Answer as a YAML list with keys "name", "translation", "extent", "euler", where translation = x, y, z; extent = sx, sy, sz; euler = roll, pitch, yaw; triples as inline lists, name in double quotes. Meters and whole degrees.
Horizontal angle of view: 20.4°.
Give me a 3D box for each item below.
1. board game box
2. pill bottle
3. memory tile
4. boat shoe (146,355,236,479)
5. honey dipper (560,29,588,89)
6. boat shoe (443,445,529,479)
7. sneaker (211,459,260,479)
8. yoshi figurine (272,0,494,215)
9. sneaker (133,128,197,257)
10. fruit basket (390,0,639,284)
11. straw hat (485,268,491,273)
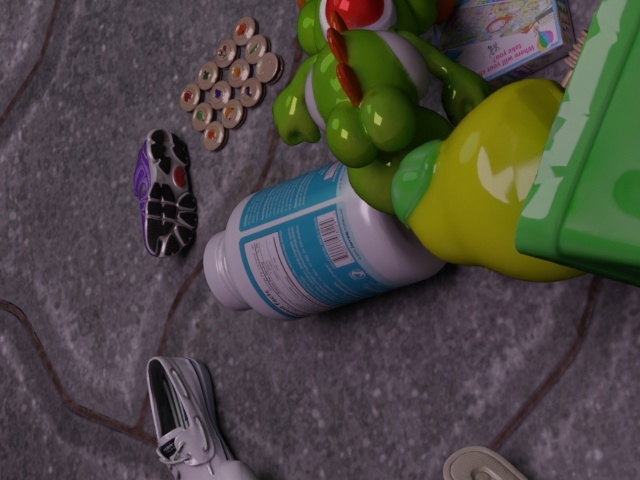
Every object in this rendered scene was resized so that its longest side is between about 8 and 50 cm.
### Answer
- name: "board game box"
  translation: [0.188, -0.214, 1.841]
  extent: [0.154, 0.026, 0.103]
  euler: [-25, 62, 37]
- name: "pill bottle"
  translation: [0.000, 0.000, 1.873]
  extent: [0.264, 0.146, 0.146]
  euler: [-19, 66, 39]
- name: "memory tile"
  translation: [-0.109, -0.187, 2.125]
  extent: [0.148, 0.012, 0.113]
  euler: [-49, 50, 22]
- name: "boat shoe"
  translation: [-0.153, 0.233, 1.999]
  extent: [0.083, 0.075, 0.226]
  euler: [-40, 54, 29]
- name: "honey dipper"
  translation: [0.231, -0.135, 1.775]
  extent: [0.030, 0.030, 0.161]
  euler: [45, 111, 41]
- name: "boat shoe"
  translation: [0.200, 0.293, 1.662]
  extent: [0.233, 0.084, 0.079]
  euler: [46, 148, 34]
- name: "sneaker"
  translation: [-0.036, 0.319, 1.871]
  extent: [0.095, 0.090, 0.235]
  euler: [-39, 57, 13]
- name: "yoshi figurine"
  translation: [0.061, -0.148, 1.746]
  extent: [0.204, 0.203, 0.362]
  euler: [-59, 15, 30]
- name: "sneaker"
  translation: [-0.193, -0.050, 2.144]
  extent: [0.071, 0.068, 0.170]
  euler: [-41, 43, 47]
- name: "fruit basket"
  translation: [0.249, -0.074, 1.503]
  extent: [0.392, 0.392, 0.283]
  euler: [25, 96, 45]
- name: "straw hat"
  translation: [0.187, -0.042, 1.763]
  extent: [0.061, 0.144, 0.145]
  euler: [-7, 66, -3]
